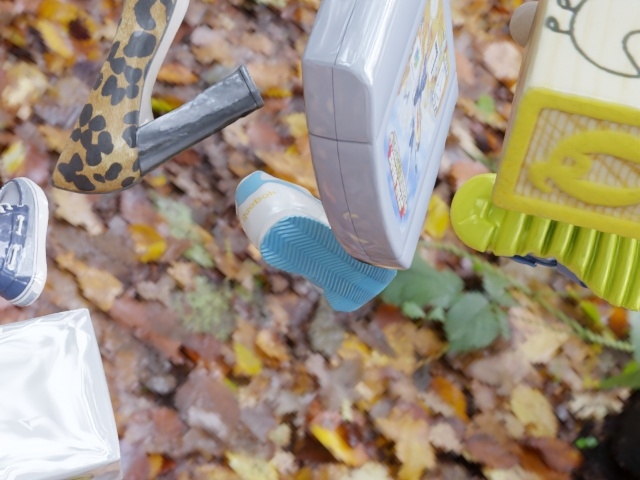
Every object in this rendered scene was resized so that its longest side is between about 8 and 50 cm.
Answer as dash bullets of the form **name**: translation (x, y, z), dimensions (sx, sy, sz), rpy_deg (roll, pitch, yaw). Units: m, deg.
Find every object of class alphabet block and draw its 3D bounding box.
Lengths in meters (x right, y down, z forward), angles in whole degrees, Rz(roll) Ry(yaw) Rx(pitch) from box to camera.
- **alphabet block**: translation (0.282, -0.139, 1.185), dimensions (0.192, 0.193, 0.197), rpy_deg (12, 57, 6)

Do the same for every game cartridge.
- **game cartridge**: translation (0.051, -0.104, 0.933), dimensions (0.062, 0.297, 0.198), rpy_deg (7, 65, 13)

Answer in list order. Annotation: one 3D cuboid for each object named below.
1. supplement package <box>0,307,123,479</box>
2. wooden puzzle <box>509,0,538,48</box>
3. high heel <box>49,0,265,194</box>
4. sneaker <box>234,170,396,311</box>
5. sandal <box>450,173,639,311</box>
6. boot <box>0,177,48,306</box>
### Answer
- **supplement package**: translation (-0.301, 0.177, 1.213), dimensions (0.194, 0.203, 0.149), rpy_deg (-12, 76, -11)
- **wooden puzzle**: translation (0.431, -0.205, 1.397), dimensions (0.348, 0.322, 0.080), rpy_deg (23, 78, -48)
- **high heel**: translation (-0.186, -0.175, 1.022), dimensions (0.261, 0.186, 0.093), rpy_deg (61, 0, 6)
- **sneaker**: translation (0.000, 0.000, 1.272), dimensions (0.229, 0.087, 0.092), rpy_deg (38, 14, -52)
- **sandal**: translation (0.324, -0.002, 1.599), dimensions (0.317, 0.126, 0.138), rpy_deg (24, 2, 8)
- **boot**: translation (-0.349, -0.018, 1.363), dimensions (0.086, 0.069, 0.190), rpy_deg (37, 22, -40)
